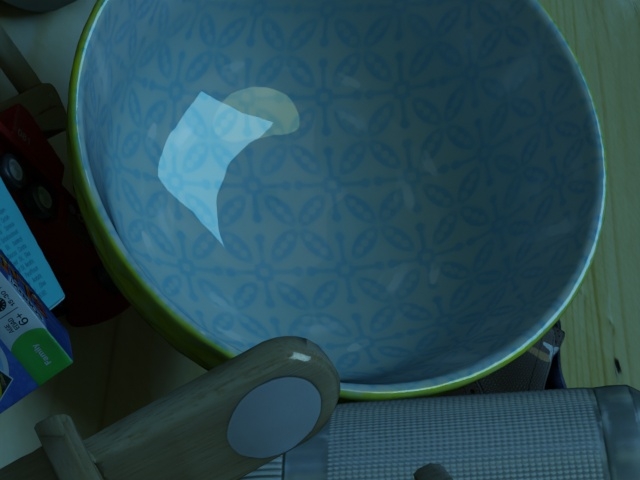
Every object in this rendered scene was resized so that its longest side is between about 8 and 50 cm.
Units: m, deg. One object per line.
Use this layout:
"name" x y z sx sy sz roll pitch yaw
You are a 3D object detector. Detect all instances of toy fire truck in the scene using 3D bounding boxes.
"toy fire truck" -0.163 -0.057 0.969 0.192 0.047 0.135 49 27 -37

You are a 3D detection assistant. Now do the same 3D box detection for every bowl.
"bowl" -0.007 -0.031 0.995 0.289 0.156 0.290 7 68 -16

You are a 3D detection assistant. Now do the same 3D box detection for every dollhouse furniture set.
"dollhouse furniture set" 0.050 0.241 0.547 0.355 0.173 0.303 52 -12 48

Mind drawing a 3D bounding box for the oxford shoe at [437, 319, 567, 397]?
"oxford shoe" 0.097 0.050 1.278 0.364 0.132 0.130 59 27 -16

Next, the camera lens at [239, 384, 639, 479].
"camera lens" 0.048 0.183 0.848 0.219 0.274 0.219 -4 90 -85

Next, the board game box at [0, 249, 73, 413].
"board game box" -0.212 0.008 0.723 0.201 0.136 0.035 54 2 -24

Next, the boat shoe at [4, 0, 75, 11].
"boat shoe" -0.093 -0.245 1.129 0.136 0.156 0.367 63 26 -7

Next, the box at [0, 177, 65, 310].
"box" -0.219 -0.054 0.801 0.244 0.100 0.060 63 24 -9
